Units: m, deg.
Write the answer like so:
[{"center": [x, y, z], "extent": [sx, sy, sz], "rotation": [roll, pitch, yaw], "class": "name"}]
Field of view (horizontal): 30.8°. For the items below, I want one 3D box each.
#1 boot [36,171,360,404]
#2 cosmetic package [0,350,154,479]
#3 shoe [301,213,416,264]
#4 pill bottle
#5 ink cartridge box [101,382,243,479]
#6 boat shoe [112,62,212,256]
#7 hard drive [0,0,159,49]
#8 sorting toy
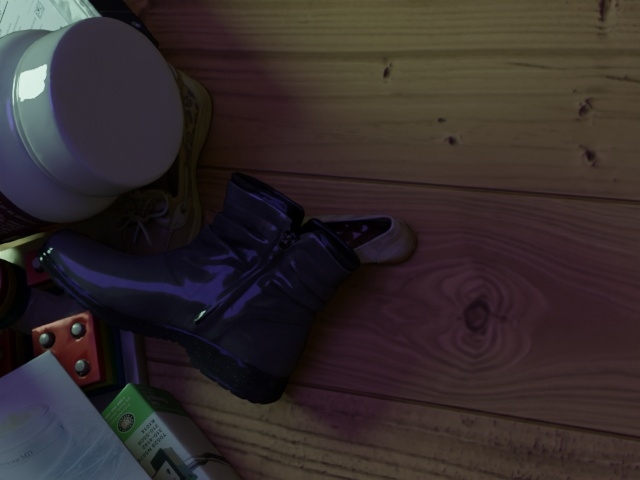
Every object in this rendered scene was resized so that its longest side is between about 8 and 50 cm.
[{"center": [-0.137, 0.013, 1.324], "extent": [0.338, 0.118, 0.223], "rotation": [28, 106, 3], "class": "boot"}, {"center": [-0.313, 0.274, 1.206], "extent": [0.224, 0.138, 0.224], "rotation": [-31, 58, -27], "class": "cosmetic package"}, {"center": [0.000, 0.000, 1.355], "extent": [0.219, 0.058, 0.076], "rotation": [-7, 72, 21], "class": "shoe"}, {"center": [-0.359, -0.114, 1.357], "extent": [0.392, 0.224, 0.224], "rotation": [-13, 69, 39], "class": "pill bottle"}, {"center": [-0.184, 0.297, 1.329], "extent": [0.160, 0.092, 0.219], "rotation": [-49, 62, 4], "class": "ink cartridge box"}, {"center": [-0.206, -0.079, 1.449], "extent": [0.104, 0.089, 0.285], "rotation": [-2, 74, 23], "class": "boat shoe"}, {"center": [-0.361, -0.266, 1.529], "extent": [0.339, 0.064, 0.237], "rotation": [51, 127, 27], "class": "hard drive"}, {"center": [-0.360, 0.111, 1.461], "extent": [0.255, 0.089, 0.257], "rotation": [-18, 69, 18], "class": "sorting toy"}]
